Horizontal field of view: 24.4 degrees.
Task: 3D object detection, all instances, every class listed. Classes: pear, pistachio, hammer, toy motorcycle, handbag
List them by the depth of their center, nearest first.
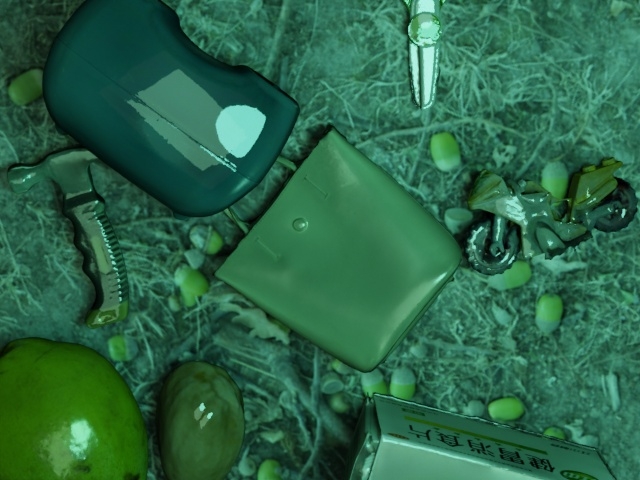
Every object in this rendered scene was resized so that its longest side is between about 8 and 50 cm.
[{"bbox_3d":[-0.316,0.243,1.803,0.212,0.212,0.269,-37,90,6],"label":"pear"},{"bbox_3d":[0.000,0.000,1.816,0.315,0.109,0.241,38,97,-4],"label":"handbag"},{"bbox_3d":[0.276,-0.045,1.817,0.229,0.094,0.130,-19,97,-7],"label":"toy motorcycle"},{"bbox_3d":[-0.284,-0.006,1.838,0.158,0.041,0.226,-13,101,3],"label":"hammer"},{"bbox_3d":[-0.154,0.241,1.859,0.126,0.108,0.185,13,109,20],"label":"pistachio"}]

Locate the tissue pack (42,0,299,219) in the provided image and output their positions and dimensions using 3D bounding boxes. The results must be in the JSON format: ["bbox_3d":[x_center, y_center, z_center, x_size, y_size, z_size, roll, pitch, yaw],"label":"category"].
[{"bbox_3d":[-0.184,-0.154,1.727,0.287,0.198,0.206,35,94,-5],"label":"tissue pack"}]

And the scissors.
[{"bbox_3d":[0.125,-0.261,1.803,0.101,0.027,0.204,0,100,0],"label":"scissors"}]

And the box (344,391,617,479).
[{"bbox_3d":[0.193,0.312,1.843,0.333,0.173,0.145,15,100,-4],"label":"box"}]
